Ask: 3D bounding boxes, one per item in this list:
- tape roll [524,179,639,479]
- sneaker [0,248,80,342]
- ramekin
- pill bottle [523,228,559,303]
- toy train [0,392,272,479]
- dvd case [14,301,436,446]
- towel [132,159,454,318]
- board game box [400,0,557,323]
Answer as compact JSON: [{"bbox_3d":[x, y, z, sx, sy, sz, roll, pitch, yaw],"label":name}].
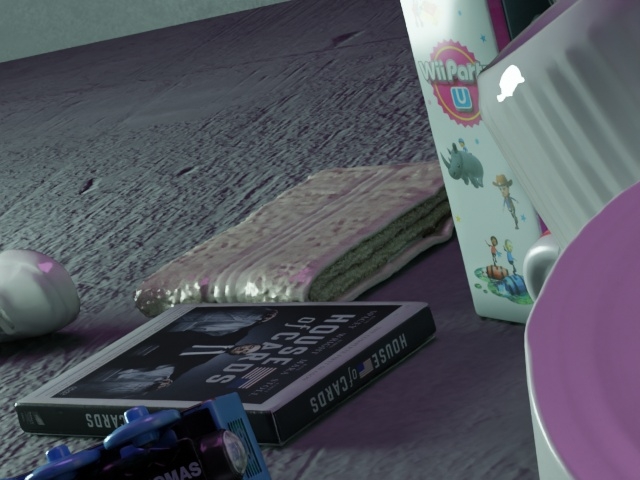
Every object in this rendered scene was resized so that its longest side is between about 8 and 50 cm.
[{"bbox_3d":[0.224,0.069,0.697,0.286,0.100,0.286,-7,37,6],"label":"tape roll"},{"bbox_3d":[-0.285,0.067,1.486,0.212,0.080,0.094,-11,25,40],"label":"sneaker"},{"bbox_3d":[0.201,-0.104,0.943,0.273,0.127,0.273,-40,4,3],"label":"ramekin"},{"bbox_3d":[0.207,-0.010,1.155,0.160,0.087,0.087,-43,27,-29],"label":"pill bottle"},{"bbox_3d":[-0.116,0.142,0.977,0.184,0.080,0.105,-24,-7,13],"label":"toy train"},{"bbox_3d":[-0.066,0.087,1.253,0.239,0.029,0.179,-3,19,40],"label":"dvd case"},{"bbox_3d":[0.000,0.000,1.482,0.187,0.049,0.282,-4,19,39],"label":"towel"},{"bbox_3d":[0.184,-0.122,1.241,0.224,0.303,0.097,-23,15,-28],"label":"board game box"}]
